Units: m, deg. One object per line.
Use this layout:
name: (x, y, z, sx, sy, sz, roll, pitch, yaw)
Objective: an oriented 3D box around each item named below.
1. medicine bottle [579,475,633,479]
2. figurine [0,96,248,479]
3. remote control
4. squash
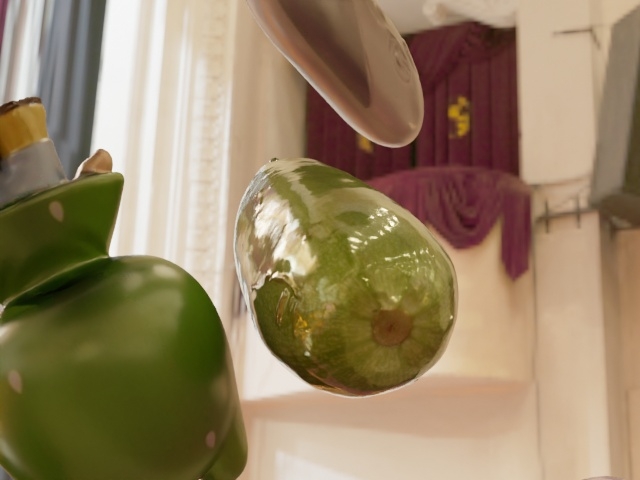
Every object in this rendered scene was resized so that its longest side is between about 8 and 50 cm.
medicine bottle: (0.138, 0.093, 0.171, 0.095, 0.095, 0.260, 16, -9, -34)
figurine: (-0.148, 0.047, 0.700, 0.162, 0.263, 0.143, -26, 2, -15)
remote control: (0.011, -0.229, 1.246, 0.103, 0.221, 0.332, -32, -44, 17)
squash: (-0.004, 0.007, 0.771, 0.118, 0.118, 0.370, 7, 12, -14)
